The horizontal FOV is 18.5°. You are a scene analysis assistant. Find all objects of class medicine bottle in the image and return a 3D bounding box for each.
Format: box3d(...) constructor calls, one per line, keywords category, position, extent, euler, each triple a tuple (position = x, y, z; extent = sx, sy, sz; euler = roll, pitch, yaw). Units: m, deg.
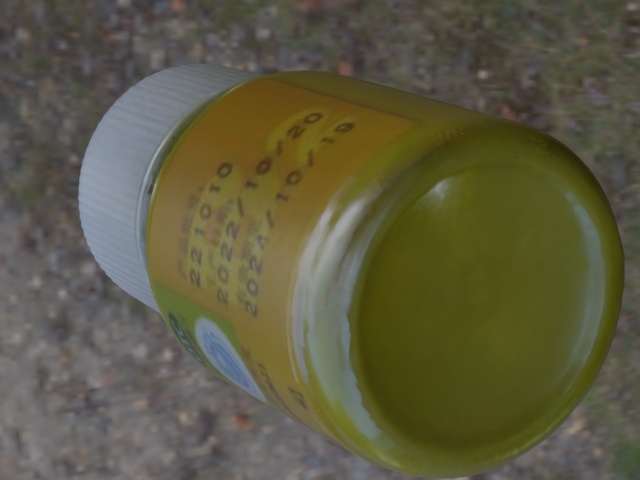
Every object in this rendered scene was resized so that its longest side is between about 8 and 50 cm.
box3d(category="medicine bottle", position=(0.000, 0.000, 1.296), extent=(0.384, 0.224, 0.224), euler=(23, 107, 56))
